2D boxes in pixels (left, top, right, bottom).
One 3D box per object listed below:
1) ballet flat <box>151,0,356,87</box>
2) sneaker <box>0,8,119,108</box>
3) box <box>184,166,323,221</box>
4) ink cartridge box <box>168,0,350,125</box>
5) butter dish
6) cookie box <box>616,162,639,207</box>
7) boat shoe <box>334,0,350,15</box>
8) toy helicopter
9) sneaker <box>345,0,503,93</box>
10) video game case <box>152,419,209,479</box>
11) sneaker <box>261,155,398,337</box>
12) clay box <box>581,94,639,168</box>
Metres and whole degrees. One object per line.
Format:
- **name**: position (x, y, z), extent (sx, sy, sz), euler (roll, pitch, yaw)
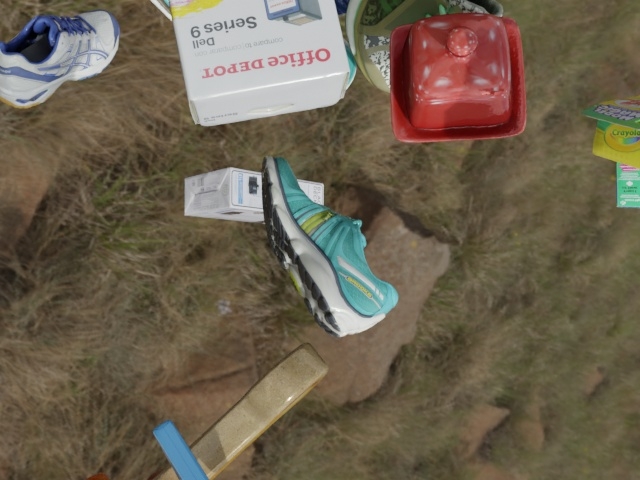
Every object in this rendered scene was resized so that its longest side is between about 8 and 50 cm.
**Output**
- **ballet flat**: position (-0.123, -0.338, 1.111), extent (0.400, 0.139, 0.139), euler (27, 79, -30)
- **sneaker**: position (-0.469, -0.359, 1.347), extent (0.296, 0.112, 0.131), euler (-54, 176, -38)
- **box**: position (-0.147, -0.095, 1.693), extent (0.290, 0.169, 0.087), euler (5, 81, -47)
- **ink cartridge box**: position (-0.069, -0.233, 0.718), extent (0.154, 0.093, 0.212), euler (-11, 85, -5)
- **butter dish**: position (0.159, -0.205, 0.851), extent (0.118, 0.160, 0.159), euler (62, 27, -75)
- **cookie box**: position (0.464, -0.115, 1.087), extent (0.092, 0.040, 0.107), euler (-45, 130, -46)
- **boat shoe**: position (0.080, -0.423, 1.170), extent (0.066, 0.183, 0.066), euler (52, 18, -21)
- **toy helicopter**: position (-0.136, 0.219, 0.656), extent (0.355, 0.140, 0.235), euler (-43, 167, 2)
- **sneaker**: position (0.153, -0.322, 0.974), extent (0.158, 0.182, 0.410), euler (-21, 153, -21)
- **video game case**: position (-0.066, 0.199, 0.504), extent (0.015, 0.119, 0.166), euler (-31, 153, -19)
- **sneaker**: position (0.000, 0.000, 0.955), extent (0.110, 0.275, 0.107), euler (-22, 153, -18)
- **clay box**: position (0.338, -0.092, 0.627), extent (0.222, 0.127, 0.053), euler (-15, 118, -27)
